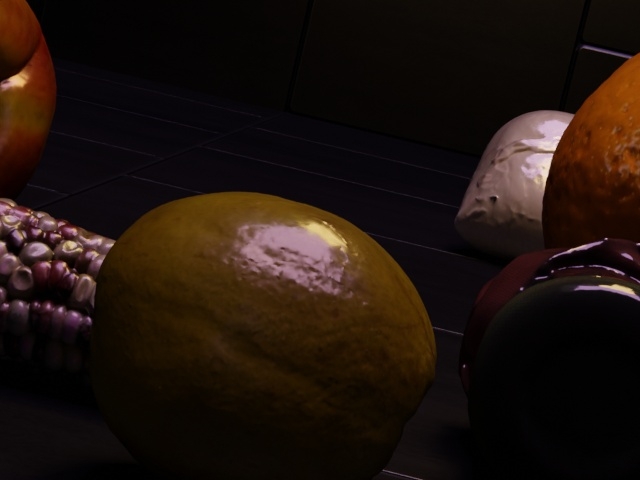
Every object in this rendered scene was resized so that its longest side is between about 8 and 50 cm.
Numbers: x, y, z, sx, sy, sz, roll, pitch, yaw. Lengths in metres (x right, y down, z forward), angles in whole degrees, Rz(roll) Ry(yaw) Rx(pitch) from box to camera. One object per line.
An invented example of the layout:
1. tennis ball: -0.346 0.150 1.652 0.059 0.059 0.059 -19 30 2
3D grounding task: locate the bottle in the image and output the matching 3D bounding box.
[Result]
1. bottle: 0.162 0.069 1.099 0.156 0.143 0.271 14 6 5

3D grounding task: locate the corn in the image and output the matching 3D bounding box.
1. corn: -0.109 0.042 1.029 0.281 0.092 0.092 15 8 6

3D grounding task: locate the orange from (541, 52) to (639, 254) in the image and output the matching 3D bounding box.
1. orange: 0.368 -0.041 1.626 0.341 0.293 0.340 8 2 0

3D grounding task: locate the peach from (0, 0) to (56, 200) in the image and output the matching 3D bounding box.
1. peach: -0.316 -0.107 1.221 0.281 0.238 0.281 -4 20 1

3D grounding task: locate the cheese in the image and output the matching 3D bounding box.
1. cheese: 0.260 -0.049 2.038 0.198 0.189 0.154 15 -24 8

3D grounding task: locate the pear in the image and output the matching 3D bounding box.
1. pear: -0.028 0.053 0.869 0.162 0.149 0.149 23 10 12
